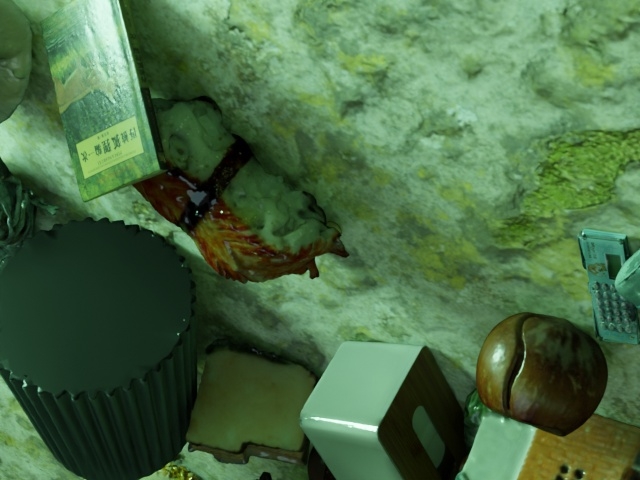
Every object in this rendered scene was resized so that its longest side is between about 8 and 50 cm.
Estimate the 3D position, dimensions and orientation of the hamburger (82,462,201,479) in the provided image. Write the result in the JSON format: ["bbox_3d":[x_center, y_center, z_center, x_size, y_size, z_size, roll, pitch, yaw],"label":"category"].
[{"bbox_3d":[-0.326,0.514,2.193,0.302,0.170,0.302,21,140,19],"label":"hamburger"}]

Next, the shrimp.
[{"bbox_3d":[-0.487,-0.016,1.701,0.222,0.166,0.410,-6,154,-4],"label":"shrimp"}]

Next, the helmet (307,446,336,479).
[{"bbox_3d":[0.035,0.338,1.723,0.106,0.175,0.155,9,113,45],"label":"helmet"}]

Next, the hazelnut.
[{"bbox_3d":[0.262,0.155,1.364,0.154,0.143,0.143,21,144,2],"label":"hazelnut"}]

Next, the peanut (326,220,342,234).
[{"bbox_3d":[0.000,0.000,1.446,0.037,0.037,0.083,44,137,-16],"label":"peanut"}]

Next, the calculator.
[{"bbox_3d":[0.323,0.055,1.284,0.057,0.018,0.172,7,136,29],"label":"calculator"}]

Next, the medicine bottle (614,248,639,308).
[{"bbox_3d":[0.415,0.075,1.206,0.209,0.053,0.090,30,142,-2],"label":"medicine bottle"}]

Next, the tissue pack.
[{"bbox_3d":[0.102,0.273,1.592,0.136,0.159,0.246,1,135,39],"label":"tissue pack"}]

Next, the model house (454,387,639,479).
[{"bbox_3d":[0.268,0.360,1.462,0.272,0.301,0.190,15,134,23],"label":"model house"}]

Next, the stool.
[{"bbox_3d":[-0.314,0.179,1.689,0.297,0.297,0.330,21,147,15],"label":"stool"}]

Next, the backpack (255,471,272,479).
[{"bbox_3d":[0.052,0.508,1.863,0.378,0.201,0.353,27,146,-6],"label":"backpack"}]

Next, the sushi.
[{"bbox_3d":[-0.120,-0.063,1.378,0.332,0.130,0.124,45,146,0],"label":"sushi"}]

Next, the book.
[{"bbox_3d":[-0.250,-0.171,1.326,0.160,0.024,0.228,-16,85,45],"label":"book"}]

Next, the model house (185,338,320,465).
[{"bbox_3d":[-0.098,0.264,1.750,0.183,0.166,0.172,12,158,3],"label":"model house"}]

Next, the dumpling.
[{"bbox_3d":[-0.482,-0.216,1.439,0.243,0.175,0.227,13,148,41],"label":"dumpling"}]
